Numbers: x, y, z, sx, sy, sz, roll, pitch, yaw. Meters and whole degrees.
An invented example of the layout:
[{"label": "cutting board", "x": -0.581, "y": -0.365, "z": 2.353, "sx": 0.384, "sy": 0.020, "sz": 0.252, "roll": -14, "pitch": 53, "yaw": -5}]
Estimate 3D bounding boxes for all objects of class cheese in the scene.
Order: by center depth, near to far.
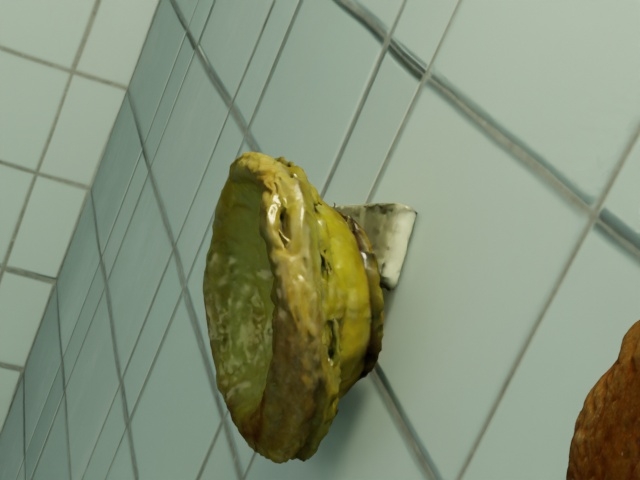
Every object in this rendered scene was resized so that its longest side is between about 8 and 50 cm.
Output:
[{"label": "cheese", "x": -0.003, "y": 0.001, "z": 1.238, "sx": 0.400, "sy": 0.034, "sz": 0.085, "roll": 6, "pitch": 80, "yaw": 69}]

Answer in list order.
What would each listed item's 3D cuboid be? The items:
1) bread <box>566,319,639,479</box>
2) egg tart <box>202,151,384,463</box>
[{"label": "bread", "x": 0.195, "y": 0.123, "z": 0.559, "sx": 0.199, "sy": 0.104, "sz": 0.199, "roll": -164, "pitch": 90, "yaw": -71}, {"label": "egg tart", "x": -0.024, "y": 0.060, "z": 1.079, "sx": 0.294, "sy": 0.123, "sz": 0.294, "roll": 178, "pitch": 90, "yaw": -71}]
